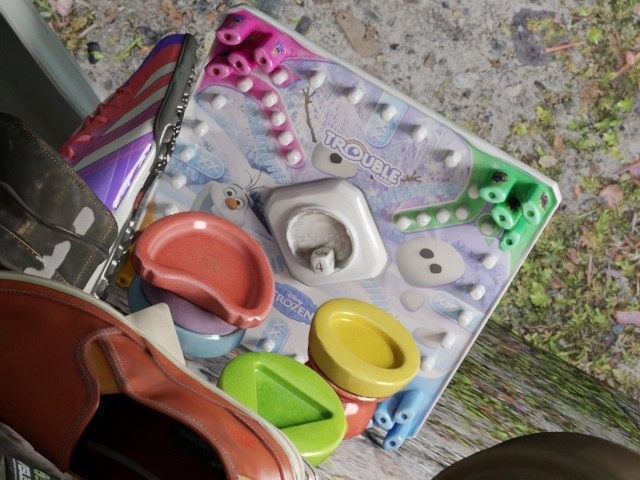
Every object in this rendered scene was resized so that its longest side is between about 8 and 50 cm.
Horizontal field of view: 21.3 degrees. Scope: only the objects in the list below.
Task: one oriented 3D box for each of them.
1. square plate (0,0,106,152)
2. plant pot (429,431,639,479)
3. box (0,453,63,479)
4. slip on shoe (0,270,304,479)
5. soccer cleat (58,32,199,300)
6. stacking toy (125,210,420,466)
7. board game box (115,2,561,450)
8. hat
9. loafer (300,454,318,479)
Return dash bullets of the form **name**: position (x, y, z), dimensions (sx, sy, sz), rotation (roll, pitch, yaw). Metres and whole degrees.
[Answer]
- **square plate**: position (-0.319, -0.170, 1.892), dimensions (0.344, 0.049, 0.347), rotation (54, -19, -4)
- **plant pot**: position (0.098, 0.261, 1.010), dimensions (0.263, 0.263, 0.229), rotation (35, 26, 31)
- **box**: position (-0.124, 0.219, 1.068), dimensions (0.184, 0.045, 0.190), rotation (31, 6, -18)
- **slip on shoe**: position (-0.169, 0.120, 1.239), dimensions (0.331, 0.123, 0.101), rotation (29, 18, 15)
- **soccer cleat**: position (-0.215, -0.078, 1.670), dimensions (0.116, 0.318, 0.108), rotation (23, -16, -1)
- **stacking toy**: position (-0.084, 0.131, 1.706), dimensions (0.309, 0.130, 0.279), rotation (32, 35, 4)
- **board game box**: position (0.000, 0.000, 1.807), dimensions (0.390, 0.390, 0.050), rotation (31, 37, 5)
- **hat**: position (-0.272, -0.031, 1.443), dimensions (0.331, 0.134, 0.331), rotation (30, -10, 6)
- **loafer**: position (-0.061, 0.194, 1.502), dimensions (0.125, 0.045, 0.039), rotation (27, 22, 27)
